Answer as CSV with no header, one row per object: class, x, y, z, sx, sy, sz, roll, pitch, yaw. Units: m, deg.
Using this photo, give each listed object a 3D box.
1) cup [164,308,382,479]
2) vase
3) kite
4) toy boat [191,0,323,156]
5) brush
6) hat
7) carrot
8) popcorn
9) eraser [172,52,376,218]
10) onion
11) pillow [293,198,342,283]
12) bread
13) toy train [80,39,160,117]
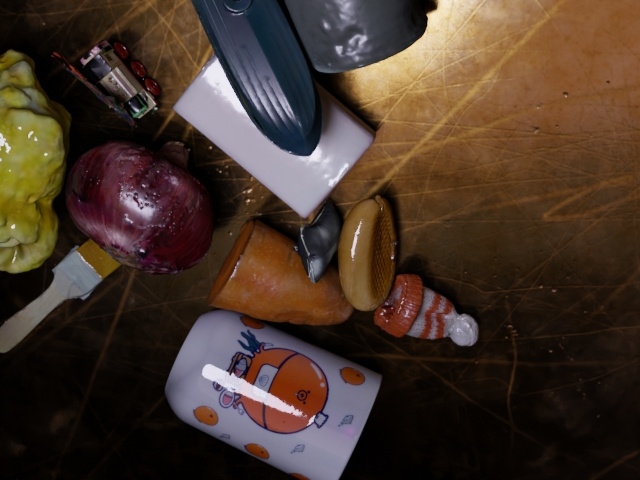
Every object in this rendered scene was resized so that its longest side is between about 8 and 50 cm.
cup,-0.084,0.254,1.740,0.317,0.212,0.212,24,115,3
vase,0.025,-0.392,1.443,0.245,0.245,0.291,-13,113,17
kite,-0.352,-0.234,1.639,0.009,0.232,0.189,-50,132,-6
toy boat,-0.081,-0.253,1.500,0.114,0.122,0.296,-26,92,-4
brush,-0.477,0.102,1.864,0.336,0.020,0.085,-37,101,23
hat,0.181,0.125,1.710,0.162,0.094,0.112,18,126,-16
carrot,-0.050,0.071,1.707,0.225,0.159,0.159,22,115,-11
popcorn,-0.535,-0.138,1.662,0.334,0.293,0.292,39,158,32
eraser,-0.070,-0.184,1.618,0.270,0.095,0.174,40,108,-5
onion,-0.273,-0.064,1.668,0.252,0.219,0.252,23,152,13
pillow,0.002,0.000,1.657,0.055,0.136,0.091,-30,98,34
bread,0.071,0.019,1.666,0.077,0.114,0.189,13,108,45
toy train,-0.309,-0.250,1.647,0.050,0.087,0.138,-34,102,25
